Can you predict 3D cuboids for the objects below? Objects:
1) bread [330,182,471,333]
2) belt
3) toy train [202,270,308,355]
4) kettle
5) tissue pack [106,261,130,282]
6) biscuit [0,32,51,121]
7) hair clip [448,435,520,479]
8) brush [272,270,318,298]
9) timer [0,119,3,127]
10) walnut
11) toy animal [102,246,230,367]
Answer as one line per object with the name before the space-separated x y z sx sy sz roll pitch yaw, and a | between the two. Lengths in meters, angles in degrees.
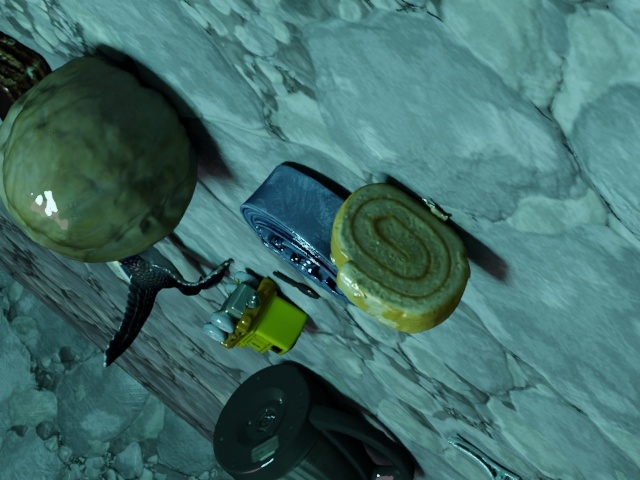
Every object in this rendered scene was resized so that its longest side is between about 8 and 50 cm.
bread | 0.073 0.019 1.263 0.149 0.122 0.073 36 159 11
belt | 0.000 0.000 1.432 0.190 0.082 0.141 36 167 20
toy train | -0.095 0.118 1.905 0.127 0.089 0.219 32 162 -4
kettle | -0.002 0.346 2.147 0.271 0.251 0.207 45 -167 -34
tissue pack | -0.354 0.036 2.307 0.062 0.042 0.083 27 158 42
biscuit | -0.392 -0.146 1.907 0.107 0.073 0.388 32 161 30
hair clip | 0.221 0.313 1.798 0.115 0.039 0.030 36 156 22
brush | -0.034 0.061 1.766 0.083 0.008 0.024 29 162 32
timer | -0.583 -0.232 2.068 0.237 0.087 0.262 24 155 41
walnut | -0.276 -0.089 1.558 0.248 0.248 0.248 36 162 14
toy animal | -0.236 0.047 2.000 0.272 0.197 0.160 -28 97 25
